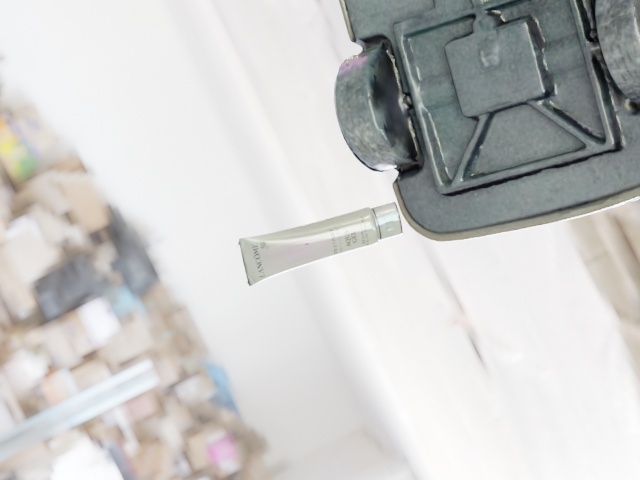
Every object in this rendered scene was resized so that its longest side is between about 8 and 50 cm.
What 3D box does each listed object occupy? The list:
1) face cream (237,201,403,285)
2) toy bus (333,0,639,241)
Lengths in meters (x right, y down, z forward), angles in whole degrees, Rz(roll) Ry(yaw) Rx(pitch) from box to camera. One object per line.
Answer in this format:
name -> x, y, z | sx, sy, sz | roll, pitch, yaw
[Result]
face cream -> 0.000, 0.000, 1.318 | 0.020, 0.115, 0.038 | -117, -167, -61
toy bus -> 0.075, -0.152, 0.774 | 0.157, 0.139, 0.290 | -17, 90, -59
